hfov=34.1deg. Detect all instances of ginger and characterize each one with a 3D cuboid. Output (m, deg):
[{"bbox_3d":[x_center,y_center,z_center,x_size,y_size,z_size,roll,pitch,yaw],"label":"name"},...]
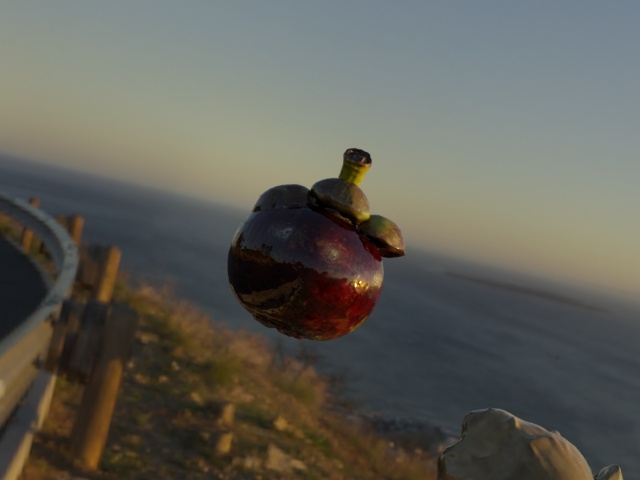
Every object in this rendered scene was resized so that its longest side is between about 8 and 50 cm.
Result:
[{"bbox_3d":[0.109,0.204,0.676,0.122,0.193,0.115,35,-26,4],"label":"ginger"}]

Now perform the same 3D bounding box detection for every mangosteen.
[{"bbox_3d":[-0.008,0.007,0.998,0.156,0.181,0.145,27,-30,-29],"label":"mangosteen"}]
